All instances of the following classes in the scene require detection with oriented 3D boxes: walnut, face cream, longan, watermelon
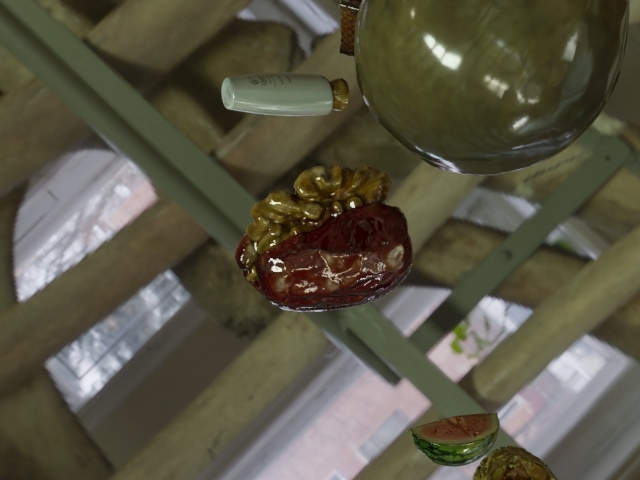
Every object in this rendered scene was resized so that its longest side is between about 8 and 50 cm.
[{"bbox_3d":[0.000,0.000,1.591,0.244,0.269,0.222,76,170,-46],"label":"walnut"},{"bbox_3d":[-0.047,-0.205,1.417,0.072,0.182,0.051,63,145,35],"label":"face cream"},{"bbox_3d":[0.195,-0.228,1.149,0.319,0.319,0.319,44,176,4],"label":"longan"},{"bbox_3d":[0.237,0.345,1.697,0.087,0.163,0.069,-130,34,-66],"label":"watermelon"}]

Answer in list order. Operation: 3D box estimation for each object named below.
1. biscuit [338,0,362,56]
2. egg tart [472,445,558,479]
[{"bbox_3d":[0.141,-0.315,1.533,0.252,0.070,0.106,19,147,16],"label":"biscuit"},{"bbox_3d":[0.175,0.248,0.901,0.129,0.129,0.049,45,135,-9],"label":"egg tart"}]
